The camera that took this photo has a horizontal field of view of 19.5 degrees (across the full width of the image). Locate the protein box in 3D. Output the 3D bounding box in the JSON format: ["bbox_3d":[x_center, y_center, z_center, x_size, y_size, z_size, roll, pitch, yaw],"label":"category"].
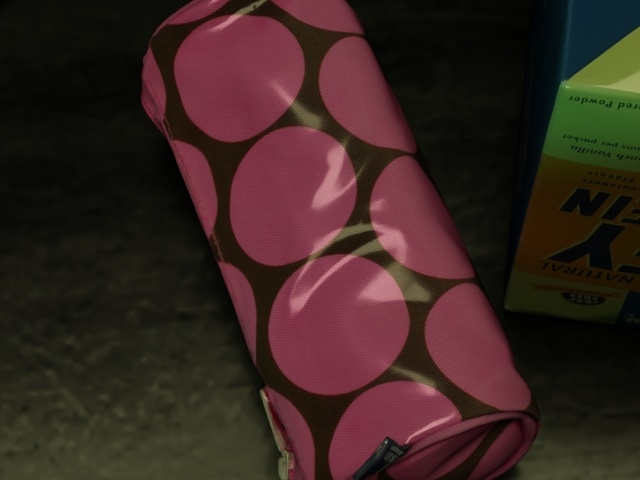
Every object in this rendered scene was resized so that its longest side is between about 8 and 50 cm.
[{"bbox_3d":[0.148,-0.091,0.673,0.136,0.201,0.200,7,69,3],"label":"protein box"}]

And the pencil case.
[{"bbox_3d":[0.000,0.000,0.702,0.098,0.095,0.209,-25,67,8],"label":"pencil case"}]
